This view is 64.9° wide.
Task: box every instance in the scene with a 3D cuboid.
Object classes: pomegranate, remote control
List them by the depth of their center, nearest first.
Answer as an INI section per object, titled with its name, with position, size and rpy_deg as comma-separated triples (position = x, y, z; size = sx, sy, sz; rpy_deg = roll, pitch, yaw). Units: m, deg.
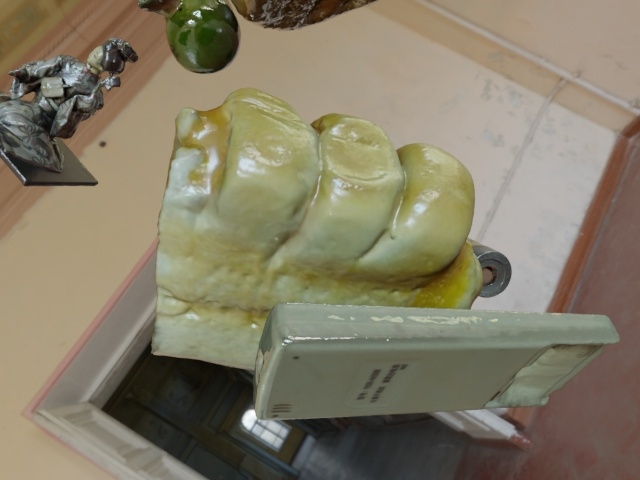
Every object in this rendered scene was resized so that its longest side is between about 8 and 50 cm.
[remote control]
position = 0.092, 0.098, 0.404
size = 0.124, 0.285, 0.038
rpy_deg = 105, 160, -45
[pomegranate]
position = -0.226, -0.374, 0.852
size = 0.131, 0.152, 0.191
rpy_deg = -38, -31, 26

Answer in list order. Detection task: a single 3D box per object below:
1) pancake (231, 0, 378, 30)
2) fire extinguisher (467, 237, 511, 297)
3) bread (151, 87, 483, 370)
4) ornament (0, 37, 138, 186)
[pancake]
position = 0.032, -0.462, 0.825
size = 0.386, 0.082, 0.387
rpy_deg = -25, 1, 0
[fire extinguisher]
position = 0.319, 0.015, 1.291
size = 0.113, 0.200, 0.376
rpy_deg = -48, 16, 2
[bread]
position = 0.000, 0.000, 0.542
size = 0.210, 0.340, 0.301
rpy_deg = -89, 11, -48
[ornament]
position = -0.331, -0.197, 0.666
size = 0.196, 0.166, 0.153
rpy_deg = -42, 0, 8
